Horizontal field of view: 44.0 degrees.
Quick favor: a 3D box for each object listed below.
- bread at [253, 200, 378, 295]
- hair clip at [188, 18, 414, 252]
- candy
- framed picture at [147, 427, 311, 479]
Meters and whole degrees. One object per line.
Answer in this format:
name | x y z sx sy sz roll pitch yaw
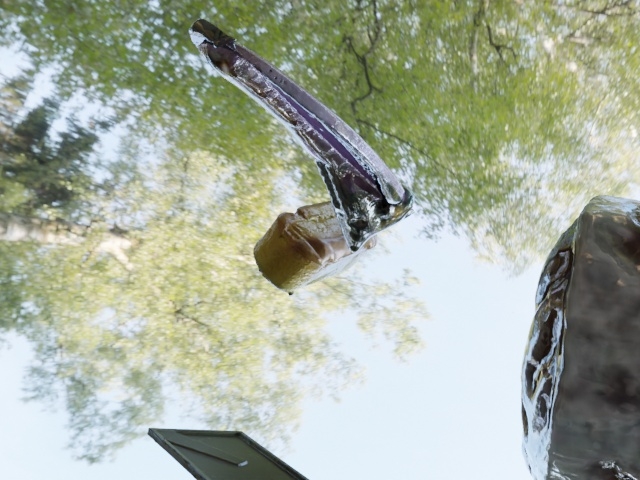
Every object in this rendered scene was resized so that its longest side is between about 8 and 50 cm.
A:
bread | 0.000 0.000 1.152 0.094 0.245 0.102 -44 -104 28
hair clip | 0.002 -0.089 0.746 0.095 0.359 0.110 -26 -125 13
candy | 0.237 0.102 0.609 0.157 0.289 0.214 8 -135 19
framed picture | -0.087 0.207 0.750 0.149 0.109 0.011 13 -90 56
